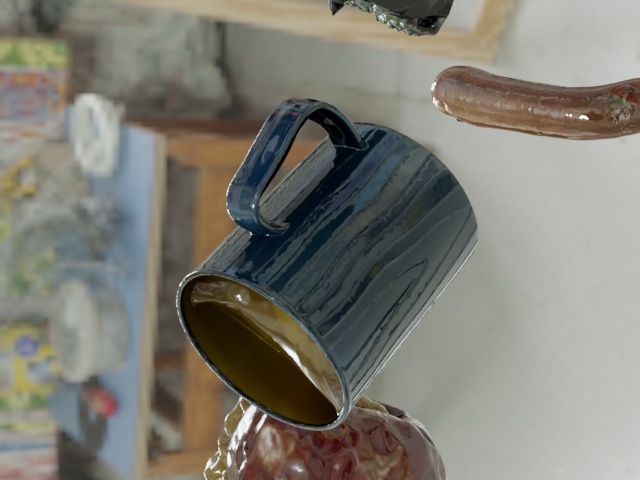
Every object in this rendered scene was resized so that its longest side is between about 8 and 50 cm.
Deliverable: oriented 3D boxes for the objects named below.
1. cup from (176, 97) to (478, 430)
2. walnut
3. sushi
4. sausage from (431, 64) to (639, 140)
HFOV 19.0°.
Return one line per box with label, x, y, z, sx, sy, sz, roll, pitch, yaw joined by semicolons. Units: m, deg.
cup;0.009;0.006;1.036;0.113;0.138;0.150;32;148;17
walnut;-0.008;0.263;1.758;0.244;0.222;0.269;9;96;20
sushi;0.039;-0.161;1.185;0.085;0.083;0.056;-153;82;-85
sausage;0.152;-0.093;1.282;0.177;0.040;0.047;9;58;38
